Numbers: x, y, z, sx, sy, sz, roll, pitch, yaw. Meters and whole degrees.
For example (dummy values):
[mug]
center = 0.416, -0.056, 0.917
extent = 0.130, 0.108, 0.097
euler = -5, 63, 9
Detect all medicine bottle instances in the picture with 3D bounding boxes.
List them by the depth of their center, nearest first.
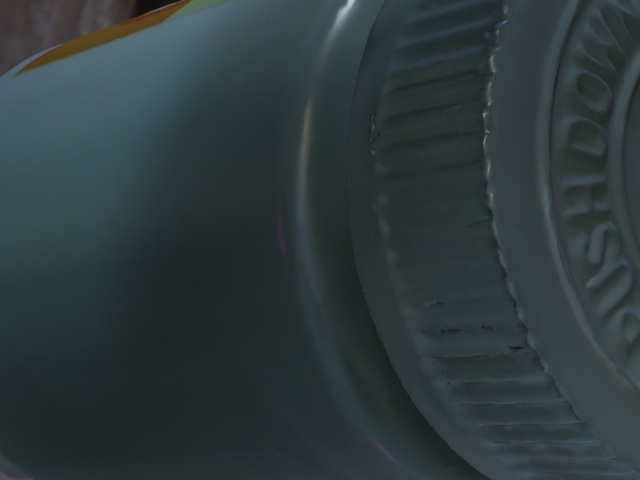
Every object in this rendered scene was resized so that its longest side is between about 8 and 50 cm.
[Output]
[medicine bottle]
center = 0.000, 0.000, 0.577
extent = 0.158, 0.158, 0.318
euler = 29, -23, -32
